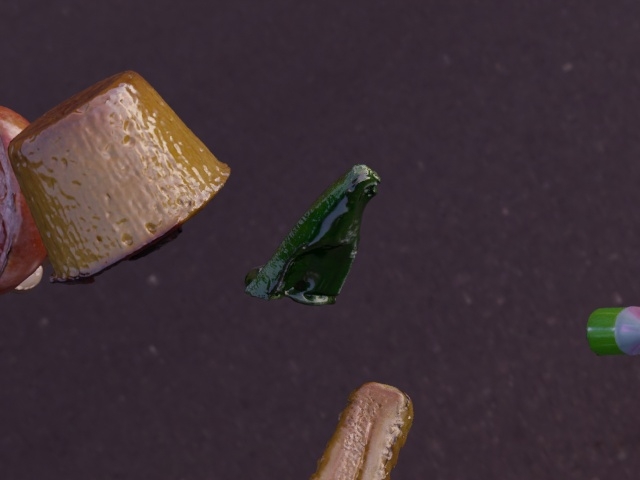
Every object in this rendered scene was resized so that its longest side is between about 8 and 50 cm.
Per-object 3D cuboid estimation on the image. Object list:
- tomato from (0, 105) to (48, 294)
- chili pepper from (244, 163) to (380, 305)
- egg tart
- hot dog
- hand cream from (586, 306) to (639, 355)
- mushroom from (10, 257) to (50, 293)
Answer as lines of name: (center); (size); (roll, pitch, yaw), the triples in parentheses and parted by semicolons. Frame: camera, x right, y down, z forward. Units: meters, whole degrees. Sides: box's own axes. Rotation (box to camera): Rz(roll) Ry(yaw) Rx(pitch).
tomato: (-0.373, -0.048, 1.915); (0.095, 0.237, 0.236); (-3, 16, -41)
chili pepper: (0.001, 0.003, 1.770); (0.216, 0.108, 0.062); (-51, 50, 34)
egg tart: (-0.208, -0.063, 1.656); (0.215, 0.171, 0.215); (-30, 13, 8)
hot dog: (0.016, 0.269, 1.636); (0.083, 0.068, 0.289); (22, 60, 7)
hand cream: (0.383, 0.083, 1.589); (0.275, 0.050, 0.079); (-5, 26, 44)
mushroom: (-0.319, -0.044, 2.138); (0.285, 0.156, 0.151); (-44, 5, -16)
